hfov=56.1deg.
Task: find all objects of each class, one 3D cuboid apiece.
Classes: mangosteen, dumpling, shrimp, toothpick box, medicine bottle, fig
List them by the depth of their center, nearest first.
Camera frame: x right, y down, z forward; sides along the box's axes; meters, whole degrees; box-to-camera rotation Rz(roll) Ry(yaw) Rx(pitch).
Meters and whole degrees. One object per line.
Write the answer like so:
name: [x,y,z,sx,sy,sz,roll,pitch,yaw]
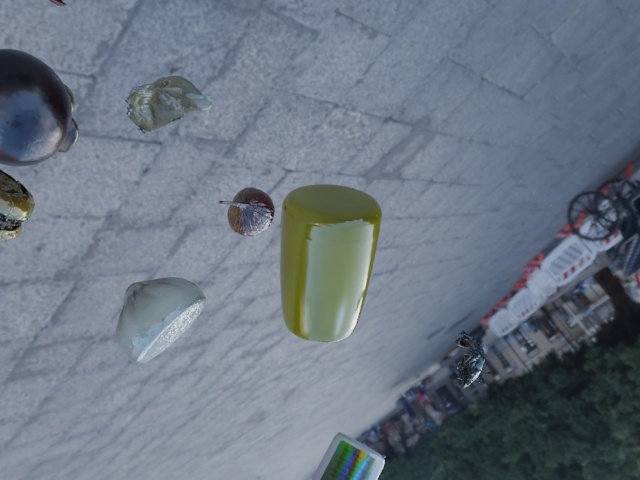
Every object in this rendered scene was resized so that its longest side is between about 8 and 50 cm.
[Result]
toothpick box: [0.009,0.049,1.092,0.175,0.175,0.271,-18,124,-41]
medicine bottle: [0.033,0.507,1.206,0.219,0.115,0.078,-59,167,-17]
shrimp: [0.334,0.256,1.312,0.174,0.076,0.082,-65,163,-62]
mangosteen: [-0.807,-0.357,1.633,0.307,0.307,0.347,-42,179,19]
dumpling: [-0.447,-0.402,1.692,0.332,0.085,0.166,-11,141,39]
fig: [-0.210,-0.098,1.715,0.201,0.134,0.146,65,36,-72]

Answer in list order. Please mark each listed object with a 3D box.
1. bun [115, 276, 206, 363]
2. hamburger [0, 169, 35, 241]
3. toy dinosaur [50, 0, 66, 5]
bun: [-0.232,0.097,0.830,0.138,0.094,0.138,-46,177,-3]
hamburger: [-0.653,-0.087,1.177,0.177,0.185,0.113,23,107,-18]
toy dinosaur: [-0.628,-0.619,1.369,0.433,0.097,0.208,-13,-178,-9]
